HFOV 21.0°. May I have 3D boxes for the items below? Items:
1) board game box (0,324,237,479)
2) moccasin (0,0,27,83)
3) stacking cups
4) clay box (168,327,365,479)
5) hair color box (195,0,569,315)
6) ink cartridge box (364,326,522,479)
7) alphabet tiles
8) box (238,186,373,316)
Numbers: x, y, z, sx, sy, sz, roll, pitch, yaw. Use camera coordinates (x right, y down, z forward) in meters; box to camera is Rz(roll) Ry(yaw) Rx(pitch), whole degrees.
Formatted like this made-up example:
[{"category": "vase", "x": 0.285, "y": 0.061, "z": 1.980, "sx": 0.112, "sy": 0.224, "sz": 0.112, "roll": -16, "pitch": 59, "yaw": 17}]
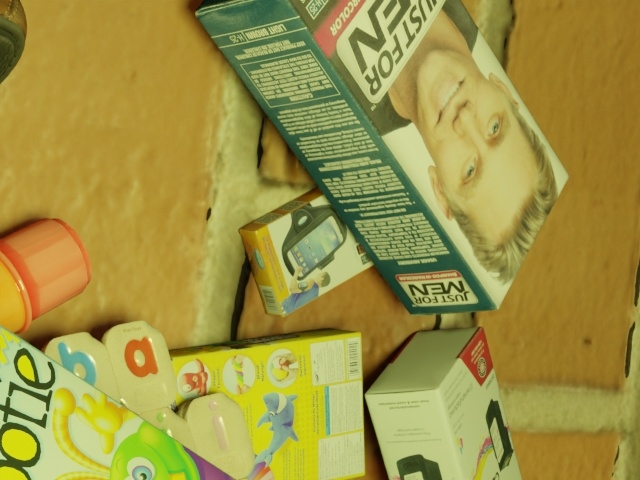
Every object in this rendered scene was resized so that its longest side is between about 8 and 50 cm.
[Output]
[{"category": "board game box", "x": -0.193, "y": 0.175, "z": 1.119, "sx": 0.275, "sy": 0.144, "sz": 0.142, "roll": 37, "pitch": 52, "yaw": -26}, {"category": "moccasin", "x": -0.360, "y": -0.199, "z": 1.103, "sx": 0.380, "sy": 0.139, "sz": 0.147, "roll": 8, "pitch": 45, "yaw": -42}, {"category": "stacking cups", "x": -0.302, "y": 0.079, "z": 1.215, "sx": 0.316, "sy": 0.096, "sz": 0.096, "roll": -27, "pitch": 111, "yaw": -37}, {"category": "clay box", "x": -0.065, "y": 0.147, "z": 1.422, "sx": 0.222, "sy": 0.053, "sz": 0.127, "roll": -5, "pitch": 95, "yaw": -36}, {"category": "hair color box", "x": 0.062, "y": -0.118, "z": 1.441, "sx": 0.347, "sy": 0.105, "sz": 0.174, "roll": 54, "pitch": 51, "yaw": -29}, {"category": "ink cartridge box", "x": 0.114, "y": 0.182, "z": 1.526, "sx": 0.127, "sy": 0.072, "sz": 0.175, "roll": -46, "pitch": 124, "yaw": -57}, {"category": "alphabet tiles", "x": -0.152, "y": 0.204, "z": 1.264, "sx": 0.284, "sy": 0.021, "sz": 0.278, "roll": -11, "pitch": 82, "yaw": -44}, {"category": "box", "x": 0.000, "y": 0.000, "z": 1.475, "sx": 0.136, "sy": 0.028, "sz": 0.081, "roll": -29, "pitch": 111, "yaw": -31}]
